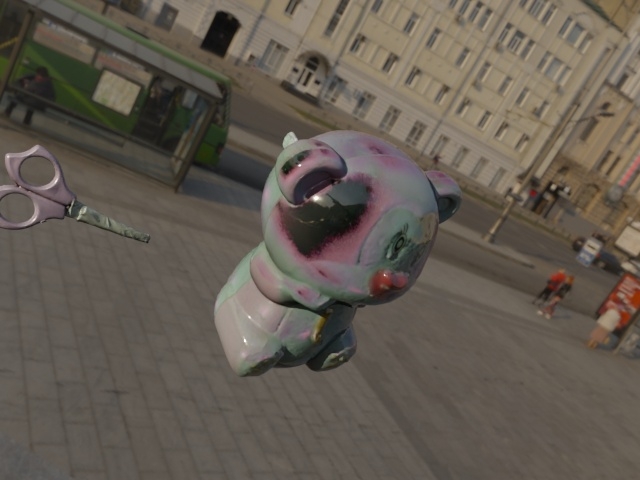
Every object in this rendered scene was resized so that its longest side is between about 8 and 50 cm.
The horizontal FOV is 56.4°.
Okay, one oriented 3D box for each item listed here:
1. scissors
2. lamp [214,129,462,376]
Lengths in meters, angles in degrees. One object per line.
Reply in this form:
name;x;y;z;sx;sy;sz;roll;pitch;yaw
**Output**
scissors;-0.313;-0.039;0.770;0.212;0.110;0.021;28;1;-43
lamp;0.000;0.000;0.706;0.247;0.301;0.247;8;42;-35
